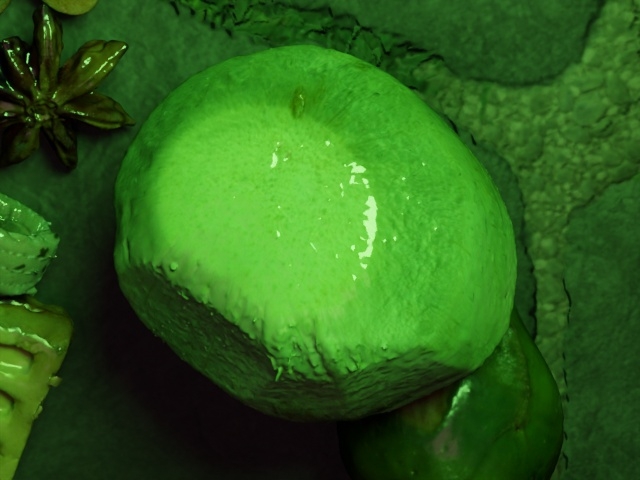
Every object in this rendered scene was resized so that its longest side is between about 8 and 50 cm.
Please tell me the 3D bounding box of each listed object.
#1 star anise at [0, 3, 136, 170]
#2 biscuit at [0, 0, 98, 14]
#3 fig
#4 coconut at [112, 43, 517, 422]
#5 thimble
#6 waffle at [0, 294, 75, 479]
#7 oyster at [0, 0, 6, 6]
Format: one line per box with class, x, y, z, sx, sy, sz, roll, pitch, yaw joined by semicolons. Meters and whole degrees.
star anise;-0.222;-0.117;1.405;0.167;0.057;0.168;2;134;3
biscuit;-0.217;-0.253;1.356;0.250;0.036;0.165;-33;114;20
fig;0.119;0.122;1.497;0.195;0.195;0.245;21;76;-13
coconut;0.000;0.000;1.357;0.328;0.328;0.281;9;82;-7
thimble;-0.274;0.000;1.450;0.110;0.084;0.062;25;111;-12
waffle;-0.393;0.105;1.492;0.327;0.098;0.224;19;114;-14
oyster;-0.362;-0.223;1.301;0.351;0.115;0.238;10;126;23
